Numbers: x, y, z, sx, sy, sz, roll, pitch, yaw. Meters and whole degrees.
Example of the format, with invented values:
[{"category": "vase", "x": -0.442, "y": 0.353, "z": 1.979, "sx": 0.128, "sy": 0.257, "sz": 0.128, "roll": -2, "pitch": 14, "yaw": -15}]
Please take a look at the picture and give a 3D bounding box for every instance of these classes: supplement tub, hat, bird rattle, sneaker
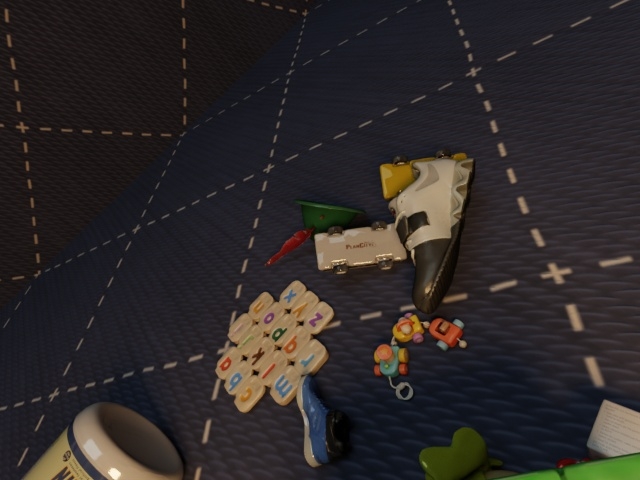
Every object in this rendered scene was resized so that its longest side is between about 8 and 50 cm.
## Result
[{"category": "supplement tub", "x": -0.441, "y": 0.495, "z": 0.759, "sx": 0.324, "sy": 0.235, "sz": 0.236, "roll": -51, "pitch": 39, "yaw": -13}, {"category": "hat", "x": 0.000, "y": 0.000, "z": 1.028, "sx": 0.209, "sy": 0.173, "sz": 0.183, "roll": 17, "pitch": 100, "yaw": 53}, {"category": "bird rattle", "x": 0.237, "y": 0.338, "z": 0.482, "sx": 0.254, "sy": 0.143, "sz": 0.206, "roll": 8, "pitch": 69, "yaw": 28}, {"category": "sneaker", "x": 0.010, "y": 0.297, "z": 0.719, "sx": 0.085, "sy": 0.058, "sz": 0.152, "roll": -30, "pitch": 43, "yaw": 22}, {"category": "sneaker", "x": 0.193, "y": -0.019, "z": 0.792, "sx": 0.147, "sy": 0.122, "sz": 0.330, "roll": 9, "pitch": 59, "yaw": 21}]

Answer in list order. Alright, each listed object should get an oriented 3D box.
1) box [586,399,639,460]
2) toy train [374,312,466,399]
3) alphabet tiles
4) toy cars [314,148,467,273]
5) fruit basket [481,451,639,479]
[{"category": "box", "x": 0.445, "y": 0.259, "z": 0.394, "sx": 0.324, "sy": 0.063, "sz": 0.067, "roll": 13, "pitch": 61, "yaw": 46}, {"category": "toy train", "x": 0.161, "y": 0.181, "z": 0.718, "sx": 0.166, "sy": 0.046, "sz": 0.125, "roll": -47, "pitch": 38, "yaw": -8}, {"category": "alphabet tiles", "x": -0.103, "y": 0.223, "z": 0.916, "sx": 0.278, "sy": 0.021, "sz": 0.284, "roll": -47, "pitch": 39, "yaw": -9}, {"category": "toy cars", "x": 0.157, "y": -0.055, "z": 0.915, "sx": 0.176, "sy": 0.087, "sz": 0.393, "roll": 42, "pitch": 85, "yaw": 15}, {"category": "fruit basket", "x": 0.171, "y": 0.386, "z": 0.296, "sx": 0.393, "sy": 0.283, "sz": 0.391, "roll": -17, "pitch": 51, "yaw": 22}]
